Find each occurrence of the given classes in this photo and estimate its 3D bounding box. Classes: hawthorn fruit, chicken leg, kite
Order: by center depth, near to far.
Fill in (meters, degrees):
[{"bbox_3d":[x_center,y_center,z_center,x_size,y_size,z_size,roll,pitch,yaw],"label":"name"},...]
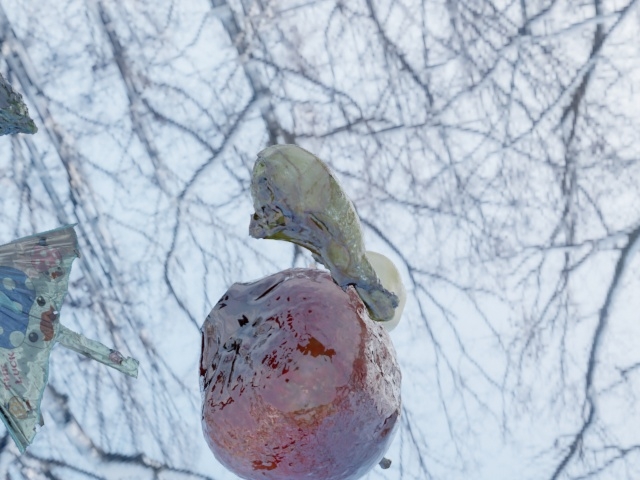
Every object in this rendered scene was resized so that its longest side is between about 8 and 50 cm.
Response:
[{"bbox_3d":[0.000,0.000,0.917,0.093,0.178,0.070,-35,-164,22],"label":"chicken leg"},{"bbox_3d":[-0.010,0.160,1.113,0.210,0.266,0.230,-36,-144,-1],"label":"hawthorn fruit"},{"bbox_3d":[-0.409,0.113,1.568,0.014,0.368,0.406,-34,-141,36],"label":"kite"}]

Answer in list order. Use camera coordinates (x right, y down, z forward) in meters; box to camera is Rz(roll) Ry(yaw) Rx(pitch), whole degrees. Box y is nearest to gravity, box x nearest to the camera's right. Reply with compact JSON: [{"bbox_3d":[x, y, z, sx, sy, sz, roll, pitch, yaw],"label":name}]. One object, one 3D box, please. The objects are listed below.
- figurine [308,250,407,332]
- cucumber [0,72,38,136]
[{"bbox_3d":[0.016,0.077,1.452,0.196,0.108,0.114,-10,-152,15],"label":"figurine"},{"bbox_3d":[-0.357,-0.146,0.838,0.300,0.072,0.072,18,-136,-6],"label":"cucumber"}]
